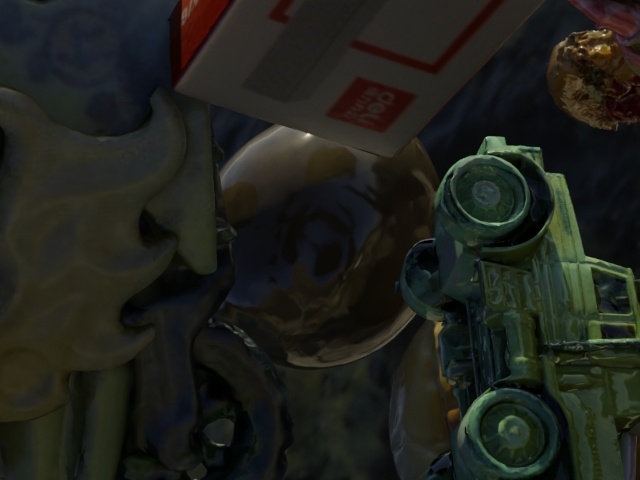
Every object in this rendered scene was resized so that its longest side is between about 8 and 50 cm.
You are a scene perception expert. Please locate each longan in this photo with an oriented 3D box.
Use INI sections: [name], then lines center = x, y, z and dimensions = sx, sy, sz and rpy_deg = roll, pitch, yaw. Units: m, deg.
[longan]
center = 0.000, 0.000, 1.257
dimensions = 0.248, 0.248, 0.248
rpy_deg = -33, 42, 36

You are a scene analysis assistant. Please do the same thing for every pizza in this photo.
[pizza]
center = 0.287, -0.139, 1.174
dimensions = 0.199, 0.188, 0.062
rpy_deg = -19, 75, 20

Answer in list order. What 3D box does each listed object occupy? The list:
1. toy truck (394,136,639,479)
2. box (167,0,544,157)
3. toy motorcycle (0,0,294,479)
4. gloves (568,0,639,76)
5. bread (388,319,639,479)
[toy truck]
center = 0.120, 0.084, 0.734
dimensions = 0.128, 0.135, 0.259
rpy_deg = 107, 156, -63
[box]
center = 0.035, -0.127, 0.597
dimensions = 0.229, 0.123, 0.050
rpy_deg = -46, 37, 47
[toy motorcycle]
center = -0.146, -0.032, 0.718
dimensions = 0.169, 0.237, 0.410
rpy_deg = -161, 61, -77
[gloves]
center = 0.234, -0.203, 0.984
dimensions = 0.145, 0.241, 0.126
rpy_deg = -42, 57, 2
[bread]
center = 0.234, 0.186, 1.090
dimensions = 0.389, 0.183, 0.236
rpy_deg = 30, 95, 33
